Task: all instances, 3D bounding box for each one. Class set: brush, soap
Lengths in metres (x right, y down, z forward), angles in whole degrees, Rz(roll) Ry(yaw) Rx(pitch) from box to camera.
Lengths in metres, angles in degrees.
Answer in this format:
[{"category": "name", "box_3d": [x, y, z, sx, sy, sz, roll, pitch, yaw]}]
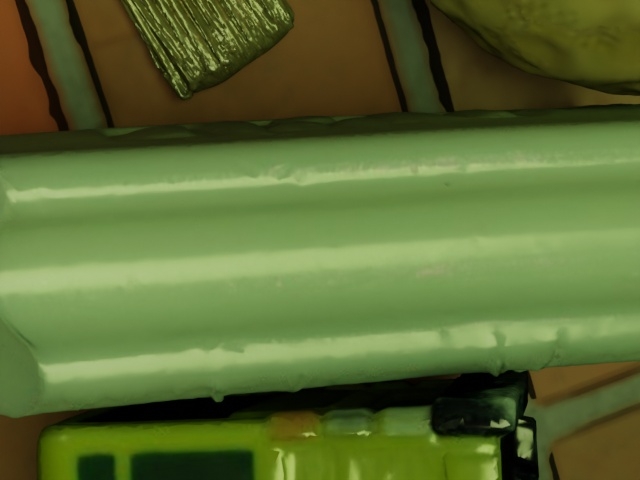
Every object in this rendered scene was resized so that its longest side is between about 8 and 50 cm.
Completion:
[{"category": "brush", "box_3d": [-0.065, -0.120, 0.525, 0.043, 0.014, 0.170, -32, 104, -4]}, {"category": "soap", "box_3d": [0.000, 0.000, 0.505, 0.198, 0.119, 0.066, -4, 95, -13]}]

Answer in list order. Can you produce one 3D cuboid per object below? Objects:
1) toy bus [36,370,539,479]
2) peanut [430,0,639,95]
[{"category": "toy bus", "box_3d": [0.000, 0.169, 0.501, 0.150, 0.128, 0.262, -2, 89, 8]}, {"category": "peanut", "box_3d": [0.090, -0.111, 0.516, 0.159, 0.109, 0.140, 14, 86, -3]}]
